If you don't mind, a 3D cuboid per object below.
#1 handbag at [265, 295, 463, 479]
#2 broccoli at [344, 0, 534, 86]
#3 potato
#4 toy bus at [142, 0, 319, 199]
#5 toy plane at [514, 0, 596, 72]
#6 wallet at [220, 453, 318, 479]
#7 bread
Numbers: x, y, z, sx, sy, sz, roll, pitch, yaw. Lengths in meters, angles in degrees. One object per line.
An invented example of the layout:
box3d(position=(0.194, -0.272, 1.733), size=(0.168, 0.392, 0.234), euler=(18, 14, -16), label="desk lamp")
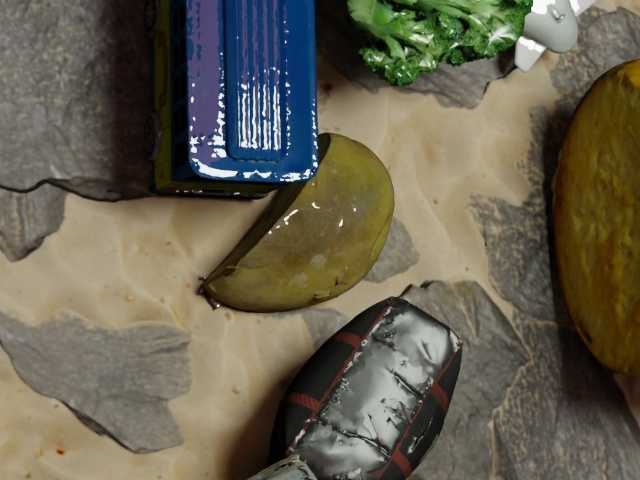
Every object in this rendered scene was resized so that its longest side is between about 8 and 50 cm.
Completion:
box3d(position=(0.041, 0.178, 1.675), size=(0.155, 0.169, 0.215), euler=(36, 71, -1), label="handbag")
box3d(position=(0.096, -0.312, 1.664), size=(0.245, 0.265, 0.294), euler=(-55, 134, -52), label="broccoli")
box3d(position=(0.000, 0.000, 1.722), size=(0.138, 0.098, 0.243), euler=(43, 69, -16), label="potato")
box3d(position=(-0.095, -0.191, 1.659), size=(0.138, 0.175, 0.287), euler=(1, 82, -23), label="toy bus")
box3d(position=(0.200, -0.306, 1.845), size=(0.252, 0.118, 0.252), euler=(-1, 96, -12), label="toy plane")
box3d(position=(-0.073, 0.312, 1.595), size=(0.231, 0.069, 0.170), euler=(-29, 100, 16), label="wallet")
box3d(position=(0.405, -0.026, 1.771), size=(0.215, 0.398, 0.398), euler=(-1, 83, -18), label="bread")
